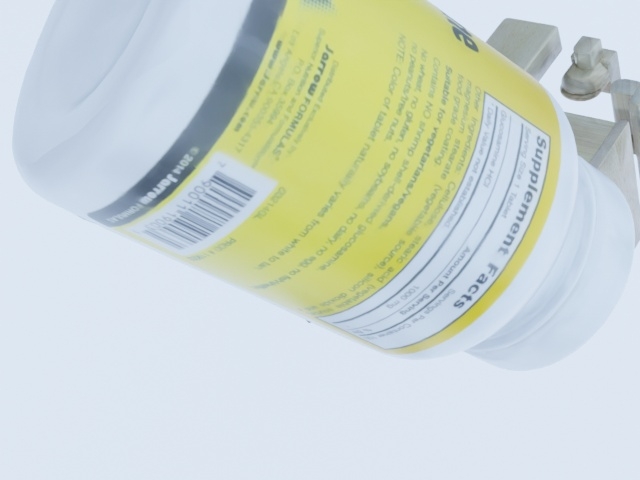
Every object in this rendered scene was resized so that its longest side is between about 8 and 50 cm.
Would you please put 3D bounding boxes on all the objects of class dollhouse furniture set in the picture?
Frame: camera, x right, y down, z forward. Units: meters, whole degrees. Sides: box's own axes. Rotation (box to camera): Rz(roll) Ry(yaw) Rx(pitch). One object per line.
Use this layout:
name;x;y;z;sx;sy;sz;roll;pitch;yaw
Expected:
dollhouse furniture set;0.189;-0.075;0.856;0.144;0.151;0.123;-51;-40;-25

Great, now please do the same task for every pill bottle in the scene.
pill bottle;0.019;-0.046;0.600;0.333;0.188;0.188;27;-109;-33
